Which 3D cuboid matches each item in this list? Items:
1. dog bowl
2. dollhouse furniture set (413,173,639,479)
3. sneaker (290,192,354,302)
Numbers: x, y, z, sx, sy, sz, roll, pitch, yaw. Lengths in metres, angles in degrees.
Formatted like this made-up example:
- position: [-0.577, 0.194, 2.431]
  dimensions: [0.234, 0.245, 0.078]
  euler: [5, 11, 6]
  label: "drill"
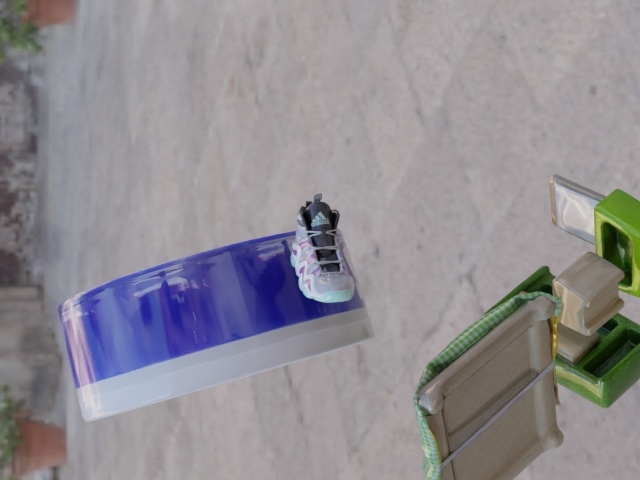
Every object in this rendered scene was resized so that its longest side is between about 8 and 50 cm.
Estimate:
- position: [-0.092, 0.074, 0.989]
  dimensions: [0.265, 0.264, 0.104]
  euler: [150, 105, -70]
  label: "dog bowl"
- position: [0.158, 0.092, 1.014]
  dimensions: [0.151, 0.301, 0.198]
  euler: [32, 148, 41]
  label: "dollhouse furniture set"
- position: [0.000, 0.000, 0.819]
  dimensions: [0.098, 0.038, 0.069]
  euler: [-131, 41, -60]
  label: "sneaker"
